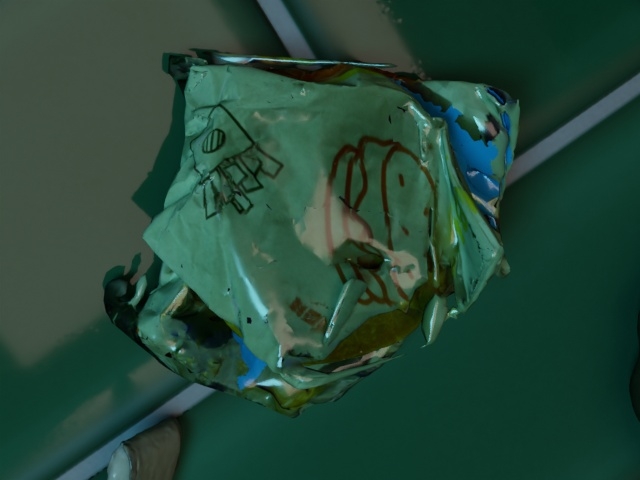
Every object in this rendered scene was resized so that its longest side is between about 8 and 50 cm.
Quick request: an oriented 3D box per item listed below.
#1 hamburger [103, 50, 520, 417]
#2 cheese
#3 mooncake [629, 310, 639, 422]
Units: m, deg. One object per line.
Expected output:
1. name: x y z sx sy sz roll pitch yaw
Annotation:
1. hamburger: 0.004 0.007 0.599 0.261 0.150 0.276 15 100 -16
2. cheese: -0.180 0.321 0.667 0.034 0.085 0.400 21 101 10
3. mooncake: 0.435 0.109 0.722 0.351 0.187 0.351 -3 101 -16
